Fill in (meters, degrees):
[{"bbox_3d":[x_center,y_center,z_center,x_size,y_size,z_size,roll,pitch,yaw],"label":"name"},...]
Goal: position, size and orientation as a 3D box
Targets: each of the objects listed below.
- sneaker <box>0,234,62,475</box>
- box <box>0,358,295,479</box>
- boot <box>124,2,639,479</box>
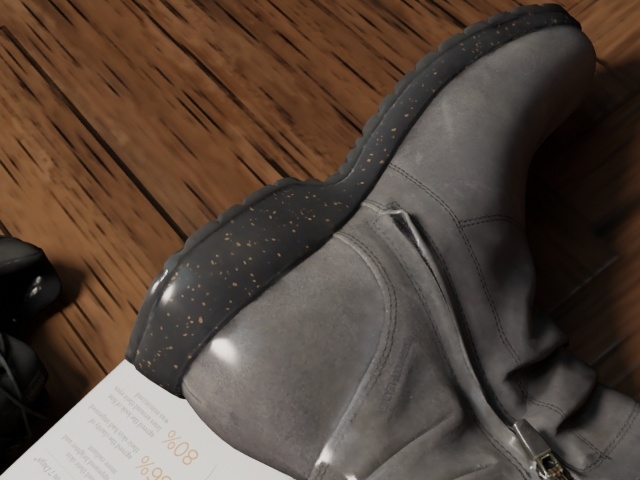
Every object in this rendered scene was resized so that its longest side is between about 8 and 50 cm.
[{"bbox_3d":[-0.218,0.104,0.870,0.130,0.109,0.286,-5,54,14],"label":"sneaker"},{"bbox_3d":[-0.090,0.157,0.772,0.170,0.091,0.130,-43,49,-12],"label":"box"},{"bbox_3d":[0.089,0.034,0.770,0.223,0.118,0.338,39,55,14],"label":"boot"}]
